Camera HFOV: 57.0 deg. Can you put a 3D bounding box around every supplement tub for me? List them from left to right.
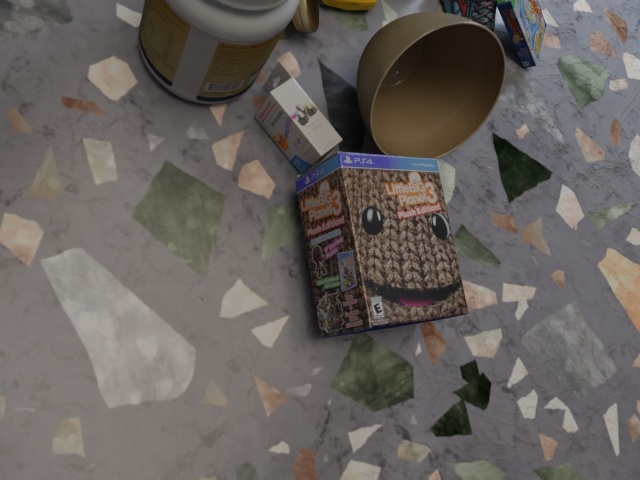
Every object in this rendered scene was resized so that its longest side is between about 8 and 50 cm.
[{"bbox_3d":[-0.165,-0.386,0.957,0.228,0.316,0.229,6,74,-22],"label":"supplement tub"}]

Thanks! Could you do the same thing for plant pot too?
[{"bbox_3d":[0.181,-0.318,1.141,0.284,0.284,0.191,-8,43,-25],"label":"plant pot"}]

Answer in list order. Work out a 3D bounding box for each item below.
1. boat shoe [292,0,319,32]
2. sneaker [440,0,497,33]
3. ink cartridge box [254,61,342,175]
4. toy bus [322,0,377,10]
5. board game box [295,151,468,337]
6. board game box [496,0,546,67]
[{"bbox_3d":[-0.083,-0.538,1.162,0.098,0.109,0.303,-20,83,14],"label":"boat shoe"},{"bbox_3d":[0.341,-0.524,1.314,0.104,0.125,0.262,-12,81,-24],"label":"sneaker"},{"bbox_3d":[-0.054,-0.220,1.078,0.061,0.104,0.181,-40,93,-27],"label":"ink cartridge box"},{"bbox_3d":[0.076,-0.610,1.180,0.149,0.211,0.220,-4,79,-25],"label":"toy bus"},{"bbox_3d":[0.107,0.008,1.044,0.232,0.141,0.291,-3,77,-35],"label":"board game box"},{"bbox_3d":[0.468,-0.520,1.362,0.201,0.035,0.136,42,60,-44],"label":"board game box"}]
